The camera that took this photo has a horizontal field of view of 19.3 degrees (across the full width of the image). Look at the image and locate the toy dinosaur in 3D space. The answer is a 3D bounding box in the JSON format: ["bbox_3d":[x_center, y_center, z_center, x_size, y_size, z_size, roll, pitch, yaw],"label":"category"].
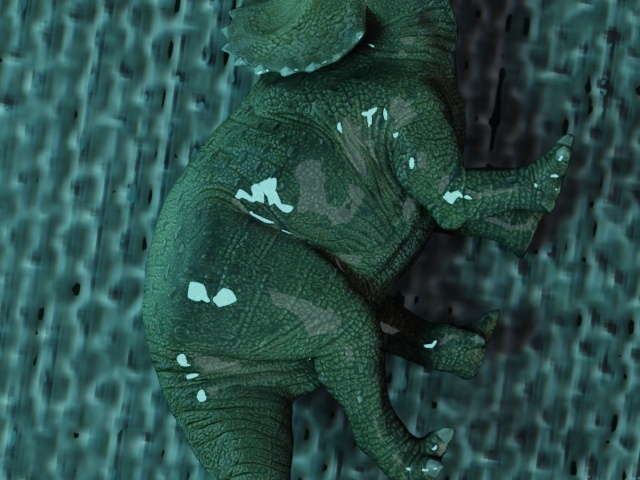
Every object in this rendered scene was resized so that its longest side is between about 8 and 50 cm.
[{"bbox_3d":[0.000,0.000,0.754,0.160,0.121,0.314,24,92,4],"label":"toy dinosaur"}]
